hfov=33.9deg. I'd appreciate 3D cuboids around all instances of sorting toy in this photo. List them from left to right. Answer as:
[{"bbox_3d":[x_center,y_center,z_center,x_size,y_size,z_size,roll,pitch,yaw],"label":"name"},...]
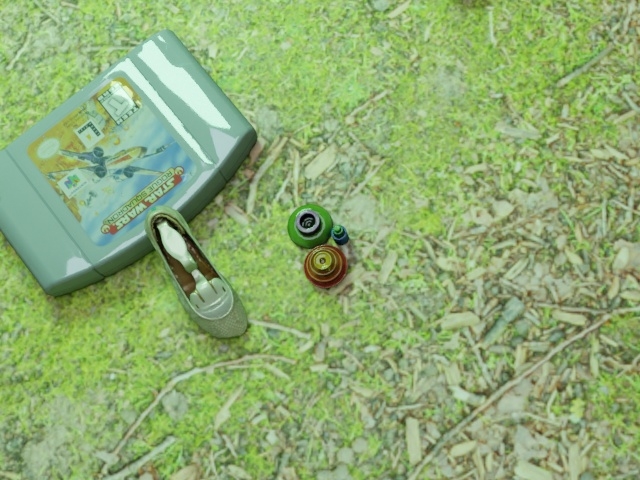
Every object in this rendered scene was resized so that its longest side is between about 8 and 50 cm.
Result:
[{"bbox_3d":[0.000,0.000,1.145,0.061,0.042,0.102,-23,73,1],"label":"sorting toy"}]

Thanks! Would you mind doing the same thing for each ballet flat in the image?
[{"bbox_3d":[-0.136,0.038,1.120,0.057,0.052,0.168,-36,94,-5],"label":"ballet flat"}]

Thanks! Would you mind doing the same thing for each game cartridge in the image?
[{"bbox_3d":[-0.230,-0.083,1.193,0.297,0.062,0.198,-39,70,-4],"label":"game cartridge"}]
